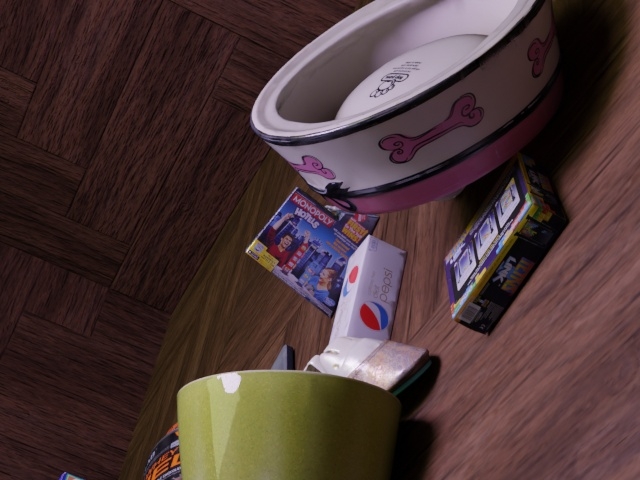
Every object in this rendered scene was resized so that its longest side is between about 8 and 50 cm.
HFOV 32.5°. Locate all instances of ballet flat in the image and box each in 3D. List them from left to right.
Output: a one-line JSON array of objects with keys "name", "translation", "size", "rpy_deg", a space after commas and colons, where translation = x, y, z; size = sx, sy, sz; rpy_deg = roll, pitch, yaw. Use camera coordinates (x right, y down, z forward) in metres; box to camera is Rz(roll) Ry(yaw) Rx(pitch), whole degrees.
[{"name": "ballet flat", "translation": [0.033, 0.189, 1.462], "size": [0.107, 0.106, 0.316], "rpy_deg": [-39, -5, -37]}]

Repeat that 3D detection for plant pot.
[{"name": "plant pot", "translation": [-0.045, 0.333, 1.285], "size": [0.275, 0.274, 0.294], "rpy_deg": [135, 142, -59]}]

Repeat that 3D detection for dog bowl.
[{"name": "dog bowl", "translation": [0.123, -0.190, 1.386], "size": [0.408, 0.150, 0.408], "rpy_deg": [-25, 26, 13]}]

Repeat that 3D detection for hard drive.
[{"name": "hard drive", "translation": [-0.077, 0.265, 2.034], "size": [0.094, 0.022, 0.135], "rpy_deg": [-61, 13, 20]}]

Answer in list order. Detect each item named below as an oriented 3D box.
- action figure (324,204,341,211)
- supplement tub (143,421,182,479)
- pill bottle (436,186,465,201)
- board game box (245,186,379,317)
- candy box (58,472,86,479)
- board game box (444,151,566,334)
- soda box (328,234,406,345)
[{"name": "action figure", "translation": [0.027, -0.022, 2.074], "size": [0.232, 0.063, 0.137], "rpy_deg": [-40, 25, 56]}, {"name": "supplement tub", "translation": [-0.183, 0.423, 1.740], "size": [0.207, 0.207, 0.338], "rpy_deg": [-62, 12, 14]}, {"name": "pill bottle", "translation": [0.164, -0.143, 1.571], "size": [0.117, 0.117, 0.215], "rpy_deg": [-59, 13, 28]}, {"name": "board game box", "translation": [0.000, 0.000, 1.926], "size": [0.194, 0.194, 0.060], "rpy_deg": [-51, 13, 0]}, {"name": "candy box", "translation": [-0.349, 0.570, 1.898], "size": [0.122, 0.317, 0.268], "rpy_deg": [-84, 21, -53]}, {"name": "board game box", "translation": [0.208, 0.002, 1.268], "size": [0.170, 0.048, 0.141], "rpy_deg": [-59, 12, 26]}, {"name": "soda box", "translation": [0.067, 0.101, 1.627], "size": [0.074, 0.069, 0.216], "rpy_deg": [-51, 18, 49]}]
